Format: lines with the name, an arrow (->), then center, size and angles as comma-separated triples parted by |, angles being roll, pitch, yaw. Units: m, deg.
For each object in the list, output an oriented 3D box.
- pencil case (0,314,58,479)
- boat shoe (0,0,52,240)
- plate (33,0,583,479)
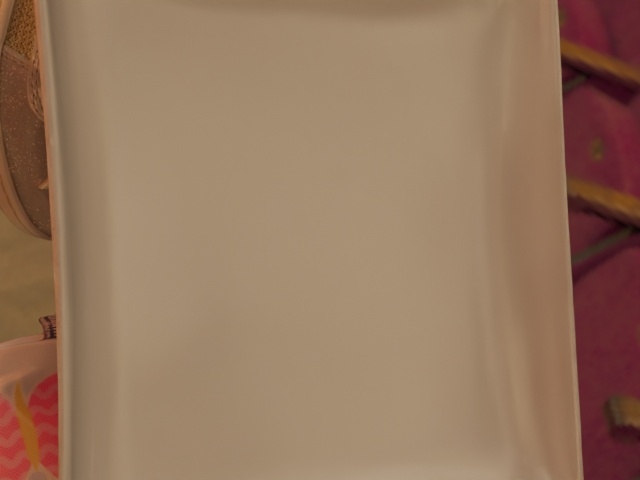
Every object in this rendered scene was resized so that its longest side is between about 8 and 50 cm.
pencil case -> -0.094, 0.173, 0.623 | 0.124, 0.113, 0.273 | -4, 76, -25
boat shoe -> -0.078, -0.126, 0.663 | 0.103, 0.320, 0.118 | 32, 29, 22
plate -> 0.000, 0.000, 0.603 | 0.278, 0.277, 0.045 | -3, 0, -39
